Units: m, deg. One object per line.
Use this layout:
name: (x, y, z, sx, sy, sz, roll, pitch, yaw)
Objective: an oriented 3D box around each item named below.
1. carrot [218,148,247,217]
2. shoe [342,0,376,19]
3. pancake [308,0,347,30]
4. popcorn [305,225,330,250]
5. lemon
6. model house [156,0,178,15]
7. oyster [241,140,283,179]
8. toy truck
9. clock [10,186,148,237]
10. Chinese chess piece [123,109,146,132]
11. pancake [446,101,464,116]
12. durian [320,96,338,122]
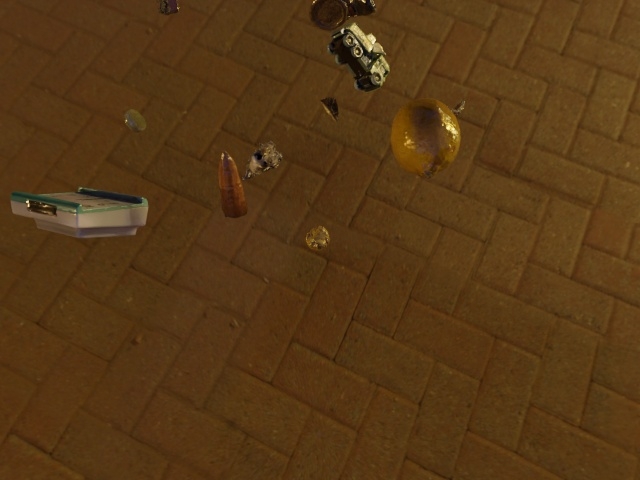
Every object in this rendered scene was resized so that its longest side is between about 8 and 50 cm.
carrot: (-0.239, -0.156, 1.380, 0.072, 0.205, 0.072, -1, 42, 1)
shoe: (0.088, -0.755, 1.674, 0.112, 0.099, 0.227, -39, 42, -1)
pancake: (0.023, -0.654, 1.496, 0.115, 0.114, 0.011, 5, 55, 2)
popcorn: (0.000, 0.000, 1.726, 0.084, 0.084, 0.084, 0, 69, 0)
lemon: (0.282, -0.278, 1.403, 0.189, 0.188, 0.256, -1, 59, 0)
model house: (-0.493, -0.773, 1.663, 0.058, 0.057, 0.083, -7, 96, 24)
oyster: (-0.183, -0.254, 1.642, 0.061, 0.200, 0.106, -24, 106, -40)
toy truck: (0.114, -0.518, 1.444, 0.191, 0.085, 0.116, 46, 65, -25)
clock: (-0.633, -0.069, 1.378, 0.263, 0.231, 0.116, 9, 102, 26)
Chinese chess piece: (-0.659, -0.423, 1.842, 0.034, 0.084, 0.084, -29, 70, 18)
pancake: (0.390, -0.385, 1.738, 0.057, 0.266, 0.244, 42, 66, 0)
durian: (0.030, -0.466, 1.835, 0.052, 0.066, 0.130, -8, 48, -28)
